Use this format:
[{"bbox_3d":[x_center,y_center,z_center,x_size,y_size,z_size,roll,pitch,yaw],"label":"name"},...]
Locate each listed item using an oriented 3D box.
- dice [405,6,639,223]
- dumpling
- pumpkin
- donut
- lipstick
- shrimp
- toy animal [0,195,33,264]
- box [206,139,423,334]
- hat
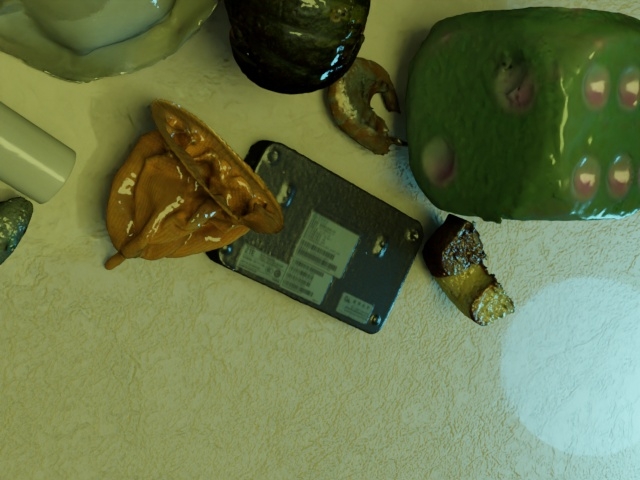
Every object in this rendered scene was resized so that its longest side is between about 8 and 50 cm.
[{"bbox_3d":[0.349,-0.198,1.527,0.322,0.330,0.318,-6,100,-38],"label":"dice"},{"bbox_3d":[-0.253,-0.351,1.232,0.260,0.181,0.341,35,83,-42],"label":"dumpling"},{"bbox_3d":[-0.024,-0.348,1.295,0.192,0.320,0.320,7,99,2],"label":"pumpkin"},{"bbox_3d":[0.243,0.051,1.656,0.085,0.141,0.217,-38,118,-8],"label":"donut"},{"bbox_3d":[-0.464,-0.164,1.198,0.327,0.087,0.087,35,82,-32],"label":"lipstick"},{"bbox_3d":[0.086,-0.214,1.545,0.132,0.052,0.187,-51,126,-13],"label":"shrimp"},{"bbox_3d":[-0.465,0.042,1.247,0.070,0.079,0.253,37,75,-10],"label":"toy animal"},{"bbox_3d":[0.000,0.000,1.540,0.350,0.058,0.211,26,88,-33],"label":"box"},{"bbox_3d":[-0.218,-0.030,1.358,0.233,0.233,0.244,-40,149,16],"label":"hat"}]
